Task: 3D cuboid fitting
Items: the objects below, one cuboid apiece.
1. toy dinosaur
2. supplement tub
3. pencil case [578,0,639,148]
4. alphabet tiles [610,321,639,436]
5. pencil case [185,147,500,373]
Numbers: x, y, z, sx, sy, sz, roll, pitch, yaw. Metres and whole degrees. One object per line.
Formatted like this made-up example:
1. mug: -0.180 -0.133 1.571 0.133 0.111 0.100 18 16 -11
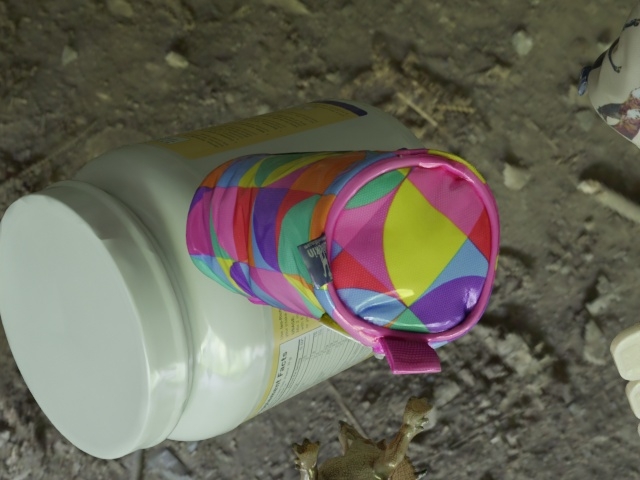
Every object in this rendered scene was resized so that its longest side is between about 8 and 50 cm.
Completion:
1. toy dinosaur: 0.043 0.279 0.924 0.127 0.200 0.296 1 46 16
2. supplement tub: -0.071 0.022 0.817 0.331 0.241 0.241 -20 73 -42
3. pencil case: 0.431 -0.285 1.047 0.159 0.410 0.184 1 51 -16
4. alphabet tiles: 0.360 0.066 0.726 0.277 0.284 0.021 -26 41 5
5. pencil case: 0.000 0.000 0.530 0.104 0.236 0.105 -2 96 -21
